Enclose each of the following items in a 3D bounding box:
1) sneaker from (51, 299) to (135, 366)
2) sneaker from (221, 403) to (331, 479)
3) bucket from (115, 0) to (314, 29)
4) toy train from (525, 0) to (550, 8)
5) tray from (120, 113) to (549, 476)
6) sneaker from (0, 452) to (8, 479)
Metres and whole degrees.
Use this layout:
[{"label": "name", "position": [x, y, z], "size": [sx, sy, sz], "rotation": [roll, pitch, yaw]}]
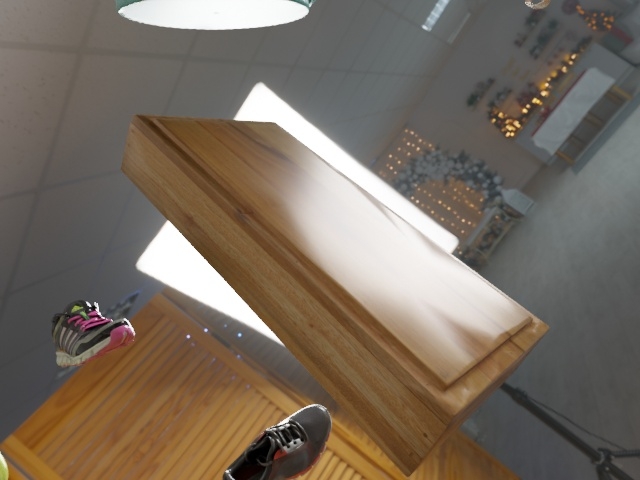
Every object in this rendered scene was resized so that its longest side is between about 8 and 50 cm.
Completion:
[{"label": "sneaker", "position": [-0.287, 0.108, 0.588], "size": [0.170, 0.074, 0.063], "rotation": [-19, 0, 44]}, {"label": "sneaker", "position": [-0.042, 0.231, 0.530], "size": [0.158, 0.061, 0.064], "rotation": [-33, -36, -38]}, {"label": "bucket", "position": [-0.133, -0.373, 0.590], "size": [0.281, 0.281, 0.183], "rotation": [-40, -50, -64]}, {"label": "toy train", "position": [0.265, -0.367, 0.615], "size": [0.125, 0.166, 0.046], "rotation": [3, 80, 60]}, {"label": "tray", "position": [0.000, 0.000, 0.480], "size": [0.203, 0.411, 0.076], "rotation": [-12, -46, -48]}, {"label": "sneaker", "position": [-0.400, 0.292, 0.415], "size": [0.295, 0.109, 0.123], "rotation": [-54, -1, 9]}]
